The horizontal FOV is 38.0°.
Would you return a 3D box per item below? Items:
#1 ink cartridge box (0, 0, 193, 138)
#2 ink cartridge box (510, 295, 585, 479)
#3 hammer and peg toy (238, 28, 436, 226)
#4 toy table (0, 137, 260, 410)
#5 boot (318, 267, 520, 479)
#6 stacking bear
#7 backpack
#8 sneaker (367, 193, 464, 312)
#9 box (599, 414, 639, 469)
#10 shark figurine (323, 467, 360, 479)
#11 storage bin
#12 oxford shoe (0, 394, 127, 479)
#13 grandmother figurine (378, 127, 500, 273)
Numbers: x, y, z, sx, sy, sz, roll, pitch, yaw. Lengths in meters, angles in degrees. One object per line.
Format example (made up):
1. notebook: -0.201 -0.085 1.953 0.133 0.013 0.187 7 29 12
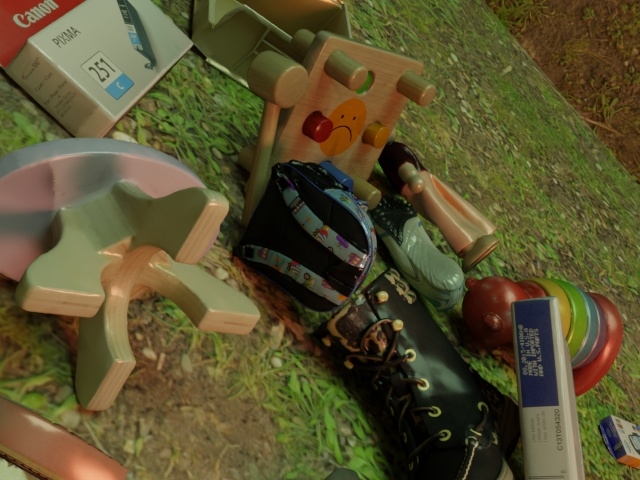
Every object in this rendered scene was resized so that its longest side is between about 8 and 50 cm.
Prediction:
1. ink cartridge box: -0.324 -0.282 1.207 0.261 0.066 0.296 42 30 -13
2. ink cartridge box: 0.309 0.270 1.233 0.330 0.071 0.324 49 37 -66
3. hammer and peg toy: -0.011 -0.163 1.313 0.127 0.266 0.361 39 23 30
4. toy table: -0.185 0.018 0.887 0.274 0.252 0.161 -1 39 -39
5. boot: 0.111 0.196 1.146 0.284 0.138 0.377 51 26 2
6. stacking bear: 0.347 0.134 1.524 0.288 0.164 0.175 16 42 -36
7. backpack: 0.000 0.000 1.178 0.173 0.158 0.117 36 21 25
8. sneaker: 0.141 0.017 1.475 0.085 0.086 0.237 -15 50 -26
9. box: 0.547 0.359 1.642 0.136 0.028 0.081 26 37 -37
10. shark figurine: 0.041 0.339 0.917 0.166 0.116 0.278 15 42 -42
11. storage bin: -0.079 -0.363 1.565 0.260 0.123 0.262 30 35 -29
12. oxford shoe: -0.157 0.282 0.745 0.397 0.140 0.147 41 61 -22
13. grandmother figurine: 0.162 -0.100 1.576 0.342 0.104 0.208 50 -9 11
